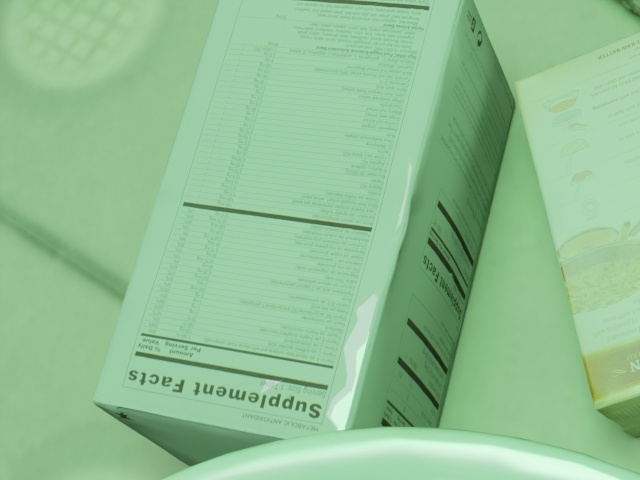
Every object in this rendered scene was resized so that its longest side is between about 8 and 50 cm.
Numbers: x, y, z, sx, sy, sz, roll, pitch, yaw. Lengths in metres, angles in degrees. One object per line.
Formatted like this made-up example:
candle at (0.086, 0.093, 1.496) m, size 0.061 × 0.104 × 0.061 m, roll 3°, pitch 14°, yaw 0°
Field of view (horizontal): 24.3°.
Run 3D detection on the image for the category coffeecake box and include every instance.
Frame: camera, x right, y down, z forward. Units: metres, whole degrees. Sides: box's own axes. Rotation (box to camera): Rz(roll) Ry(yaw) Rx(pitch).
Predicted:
coffeecake box at (0.190, -0.014, 0.739) m, size 0.142 × 0.068 × 0.185 m, roll -21°, pitch 62°, yaw 22°

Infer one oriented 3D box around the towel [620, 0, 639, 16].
towel at (0.239, -0.261, 0.850) m, size 0.282 × 0.049 × 0.187 m, roll -42°, pitch 60°, yaw -1°

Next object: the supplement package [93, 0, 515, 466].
supplement package at (0.000, 0.000, 0.775) m, size 0.139 × 0.134 × 0.244 m, roll 9°, pitch 71°, yaw 23°

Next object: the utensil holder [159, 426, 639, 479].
utensil holder at (0.068, 0.269, 0.494) m, size 0.328 × 0.385 × 0.327 m, roll -8°, pitch 66°, yaw 17°
